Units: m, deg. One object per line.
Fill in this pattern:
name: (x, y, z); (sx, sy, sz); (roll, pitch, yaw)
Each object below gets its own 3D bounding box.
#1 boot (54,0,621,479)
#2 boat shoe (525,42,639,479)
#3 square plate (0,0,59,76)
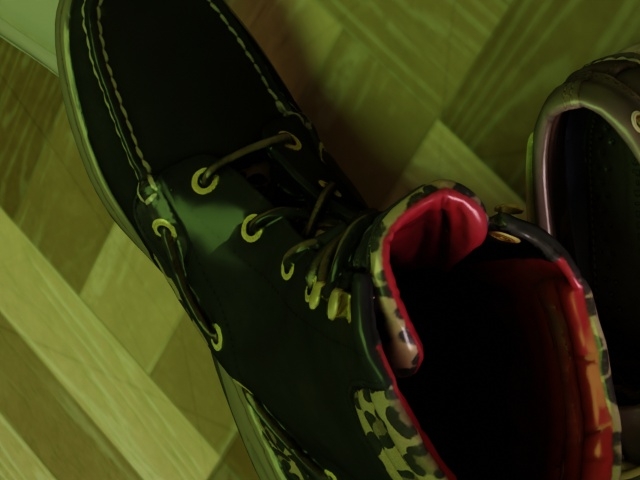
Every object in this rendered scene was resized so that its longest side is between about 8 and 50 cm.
boot: (0.000, 0.000, 0.791); (0.284, 0.138, 0.377); (-6, 107, 67)
boat shoe: (0.170, 0.066, 0.765); (0.116, 0.097, 0.324); (1, 107, 40)
square plate: (-0.189, -0.274, 0.977); (0.344, 0.049, 0.347); (33, 125, 26)
